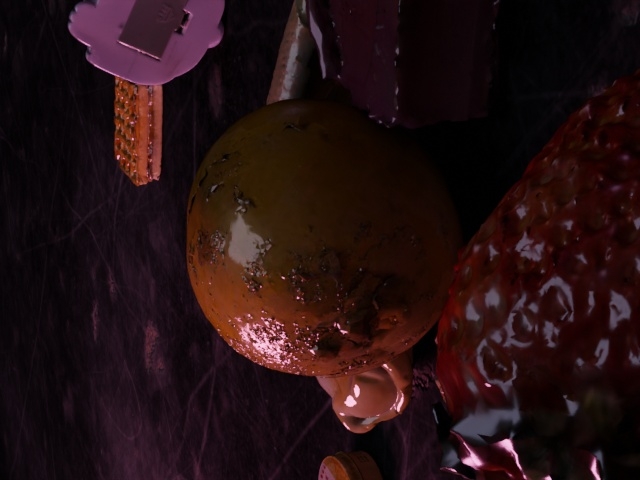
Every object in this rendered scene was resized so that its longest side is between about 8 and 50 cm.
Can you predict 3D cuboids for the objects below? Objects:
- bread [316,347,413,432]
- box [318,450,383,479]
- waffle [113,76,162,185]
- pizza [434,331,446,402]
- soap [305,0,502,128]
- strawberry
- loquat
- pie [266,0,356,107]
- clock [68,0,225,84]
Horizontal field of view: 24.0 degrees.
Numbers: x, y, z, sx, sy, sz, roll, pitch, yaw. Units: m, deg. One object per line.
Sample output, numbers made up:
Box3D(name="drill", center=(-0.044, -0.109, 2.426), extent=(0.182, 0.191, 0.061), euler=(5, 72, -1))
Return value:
Box3D(name="bread", center=(0.027, 0.077, 1.429), extent=(0.225, 0.081, 0.134), euler=(-122, 28, -43))
Box3D(name="box", center=(0.033, 0.265, 1.521), extent=(0.105, 0.037, 0.106), euler=(174, 90, -68))
Box3D(name="waffle", center=(-0.251, -0.160, 2.074), extent=(0.102, 0.042, 0.148), euler=(-139, 47, -56))
Box3D(name="pizza", center=(0.139, 0.079, 1.199), extent=(0.185, 0.052, 0.195), euler=(34, 127, 57))
Box3D(name="soap", center=(0.068, -0.249, 1.202), extent=(0.182, 0.112, 0.289), euler=(34, 126, 58))
Box3D(name="strawberry", center=(0.200, 0.028, 0.840), extent=(0.238, 0.250, 0.288), euler=(51, -128, -75))
Box3D(name="loquat", center=(0.000, 0.000, 1.250), extent=(0.235, 0.235, 0.235), euler=(173, 90, -68))
Box3D(name="pie", center=(-0.003, -0.137, 1.368), extent=(0.068, 0.128, 0.282), euler=(25, 116, 25))
Box3D(name="clock", center=(-0.226, -0.309, 1.837), extent=(0.254, 0.188, 0.189), euler=(-129, 38, -62))
